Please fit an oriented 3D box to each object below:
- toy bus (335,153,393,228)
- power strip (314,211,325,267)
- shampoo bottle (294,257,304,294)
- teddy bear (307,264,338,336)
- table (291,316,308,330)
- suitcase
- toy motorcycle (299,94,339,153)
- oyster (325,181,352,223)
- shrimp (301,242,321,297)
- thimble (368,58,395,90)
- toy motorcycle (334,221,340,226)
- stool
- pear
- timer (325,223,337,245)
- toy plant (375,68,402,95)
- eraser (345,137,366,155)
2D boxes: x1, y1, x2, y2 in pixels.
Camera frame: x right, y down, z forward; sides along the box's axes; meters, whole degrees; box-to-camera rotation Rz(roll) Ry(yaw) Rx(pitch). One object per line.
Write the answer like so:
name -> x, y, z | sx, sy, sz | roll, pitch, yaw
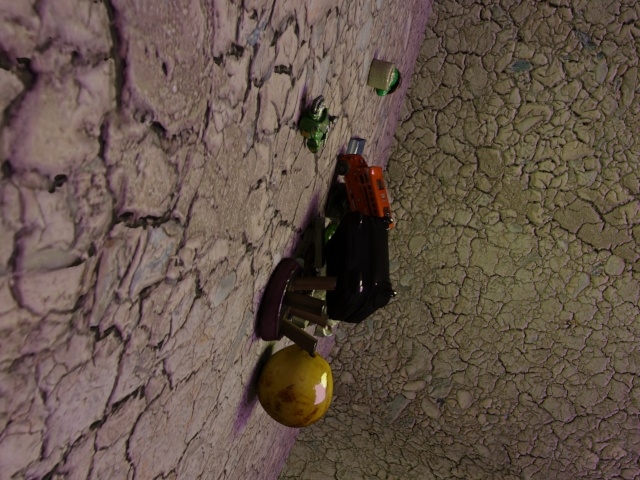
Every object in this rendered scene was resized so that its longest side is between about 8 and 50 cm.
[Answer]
toy bus -> 0.180, -0.189, 1.758 | 0.143, 0.153, 0.329 | -14, 91, -57
power strip -> 0.000, 0.000, 1.699 | 0.080, 0.029, 0.226 | -45, 136, -70
shampoo bottle -> -0.084, 0.142, 1.589 | 0.069, 0.041, 0.190 | -53, 159, -47
teddy bear -> 0.116, 0.234, 2.077 | 0.327, 0.376, 0.362 | 55, 15, -23
table -> -0.081, 0.305, 1.771 | 0.083, 0.079, 0.062 | -60, 162, -44
suitcase -> 0.124, 0.102, 1.602 | 0.339, 0.189, 0.345 | 121, -26, -57
toy motorcycle -> -0.009, -0.298, 1.166 | 0.106, 0.074, 0.190 | -61, 169, -6
oyster -> 0.126, -0.157, 1.936 | 0.162, 0.158, 0.351 | -51, 160, 22
shrimp -> -0.043, 0.141, 1.735 | 0.178, 0.075, 0.289 | 63, 46, -65
thimble -> 0.249, -0.676, 1.824 | 0.115, 0.090, 0.102 | 64, 45, -74
toy motorcycle -> 0.142, -0.050, 2.024 | 0.204, 0.239, 0.108 | -26, 105, -41
stool -> -0.066, 0.206, 1.402 | 0.272, 0.179, 0.271 | 16, 90, -81
pear -> -0.084, 0.505, 1.563 | 0.281, 0.281, 0.280 | 18, 90, -80
timer -> 0.040, -0.004, 1.978 | 0.140, 0.047, 0.128 | -56, 160, -63
toy plant -> 0.302, -0.722, 2.023 | 0.200, 0.105, 0.142 | -19, 142, -56
eraser -> 0.156, -0.403, 1.945 | 0.225, 0.036, 0.081 | -44, 152, -70
